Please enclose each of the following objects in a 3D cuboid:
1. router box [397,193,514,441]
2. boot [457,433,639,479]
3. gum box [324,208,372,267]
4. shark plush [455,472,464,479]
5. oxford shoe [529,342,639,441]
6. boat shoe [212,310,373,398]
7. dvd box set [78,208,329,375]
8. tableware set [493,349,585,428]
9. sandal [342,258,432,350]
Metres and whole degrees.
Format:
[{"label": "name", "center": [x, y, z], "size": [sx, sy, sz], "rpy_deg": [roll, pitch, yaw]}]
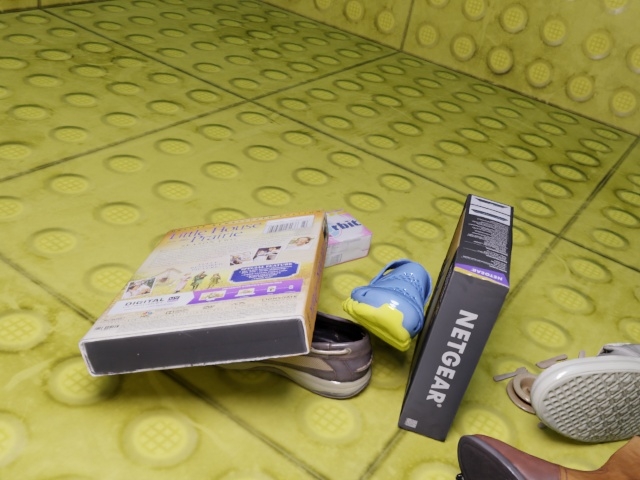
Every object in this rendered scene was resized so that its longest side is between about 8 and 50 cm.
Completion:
[{"label": "router box", "center": [0.213, 0.117, 1.050], "size": [0.081, 0.308, 0.243], "rpy_deg": [17, 32, 7]}, {"label": "boot", "center": [0.358, 0.303, 0.886], "size": [0.281, 0.096, 0.264], "rpy_deg": [-12, 20, -37]}, {"label": "gum box", "center": [0.000, 0.000, 1.395], "size": [0.188, 0.062, 0.107], "rpy_deg": [-14, 40, -35]}, {"label": "shark plush", "center": [0.221, 0.351, 0.953], "size": [0.161, 0.073, 0.067], "rpy_deg": [-25, 20, -24]}, {"label": "oxford shoe", "center": [0.509, 0.231, 1.106], "size": [0.450, 0.169, 0.130], "rpy_deg": [3, 35, -27]}, {"label": "boat shoe", "center": [-0.081, 0.138, 1.089], "size": [0.356, 0.130, 0.132], "rpy_deg": [14, 32, 3]}, {"label": "dvd box set", "center": [-0.150, 0.063, 1.058], "size": [0.308, 0.062, 0.420], "rpy_deg": [-7, 21, 7]}, {"label": "tableware set", "center": [0.411, 0.247, 1.162], "size": [0.194, 0.039, 0.128], "rpy_deg": [-8, 37, -29]}, {"label": "sandal", "center": [0.121, 0.090, 1.087], "size": [0.126, 0.138, 0.317], "rpy_deg": [37, 2, 3]}]
